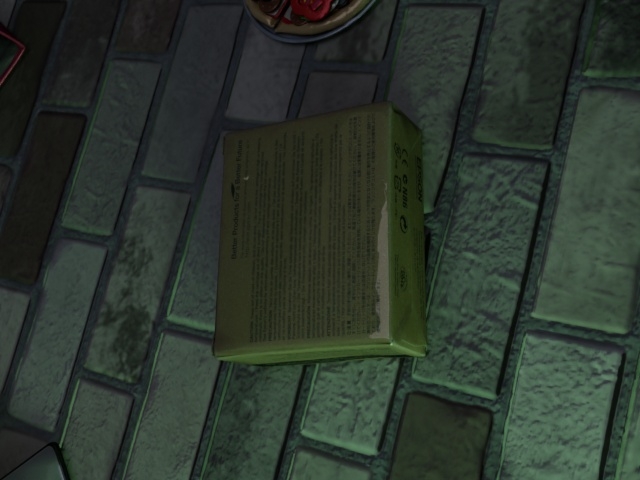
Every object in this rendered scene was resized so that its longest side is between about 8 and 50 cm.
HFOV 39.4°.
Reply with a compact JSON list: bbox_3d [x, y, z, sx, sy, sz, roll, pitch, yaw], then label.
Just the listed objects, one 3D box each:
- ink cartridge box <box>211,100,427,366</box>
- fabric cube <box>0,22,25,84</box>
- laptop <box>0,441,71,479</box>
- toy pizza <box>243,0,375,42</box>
[{"bbox_3d":[0.000,0.000,0.875,0.193,0.088,0.235,-7,73,28],"label":"ink cartridge box"},{"bbox_3d":[-0.610,-0.270,1.188,0.254,0.259,0.258,-50,59,8],"label":"fabric cube"},{"bbox_3d":[-0.408,0.464,0.874,0.382,0.236,0.408,-36,62,14],"label":"laptop"},{"bbox_3d":[-0.008,-0.318,1.006,0.201,0.032,0.201,-8,72,26],"label":"toy pizza"}]
